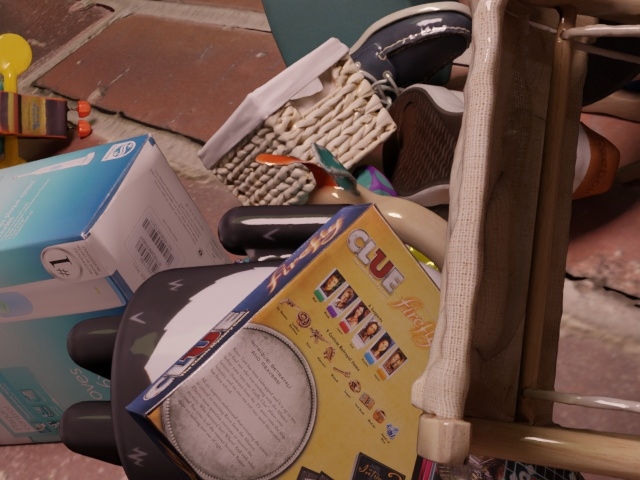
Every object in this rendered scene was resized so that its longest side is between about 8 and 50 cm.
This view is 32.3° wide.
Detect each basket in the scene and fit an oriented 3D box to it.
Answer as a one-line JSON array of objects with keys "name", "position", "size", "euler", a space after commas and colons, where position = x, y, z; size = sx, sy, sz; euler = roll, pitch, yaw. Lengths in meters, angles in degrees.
[{"name": "basket", "position": [-0.022, -0.093, 1.017], "size": [0.113, 0.103, 0.167], "euler": [-39, 3, -27]}]

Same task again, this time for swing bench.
[{"name": "swing bench", "position": [0.181, -0.008, 0.547], "size": [0.254, 0.165, 0.253], "euler": [7, 84, 5]}]

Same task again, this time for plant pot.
[{"name": "plant pot", "position": [0.026, -0.283, 1.181], "size": [0.165, 0.234, 0.166], "euler": [-14, 36, 24]}]

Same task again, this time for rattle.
[{"name": "rattle", "position": [0.060, -0.034, 0.832], "size": [0.143, 0.200, 0.130], "euler": [-48, 13, -18]}]

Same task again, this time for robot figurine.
[{"name": "robot figurine", "position": [-0.029, 0.096, 0.728], "size": [0.278, 0.209, 0.173], "euler": [-4, 19, 16]}]

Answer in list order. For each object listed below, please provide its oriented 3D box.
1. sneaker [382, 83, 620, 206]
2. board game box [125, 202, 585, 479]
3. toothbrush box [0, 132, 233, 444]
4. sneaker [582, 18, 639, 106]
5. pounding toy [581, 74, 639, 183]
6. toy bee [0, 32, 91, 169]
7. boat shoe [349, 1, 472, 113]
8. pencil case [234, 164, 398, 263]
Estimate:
[{"name": "sneaker", "position": [0.146, -0.070, 0.947], "size": [0.123, 0.106, 0.290], "euler": [9, 8, -21]}, {"name": "board game box", "position": [0.037, 0.125, 0.596], "size": [0.165, 0.243, 0.042], "euler": [-42, 14, -20]}, {"name": "toothbrush box", "position": [-0.226, 0.054, 0.932], "size": [0.295, 0.216, 0.126], "euler": [-8, 38, 30]}, {"name": "sneaker", "position": [0.233, -0.218, 0.724], "size": [0.295, 0.123, 0.178], "euler": [-27, 47, 51]}, {"name": "pounding toy", "position": [0.256, -0.152, 0.889], "size": [0.155, 0.154, 0.269], "euler": [-42, 33, -19]}, {"name": "toy bee", "position": [-0.386, -0.170, 1.431], "size": [0.162, 0.195, 0.298], "euler": [-1, 24, 0]}, {"name": "boat shoe", "position": [0.047, -0.154, 1.106], "size": [0.254, 0.095, 0.079], "euler": [-21, 54, 28]}, {"name": "pencil case", "position": [0.000, 0.000, 0.967], "size": [0.151, 0.064, 0.070], "euler": [-38, 44, -14]}]
